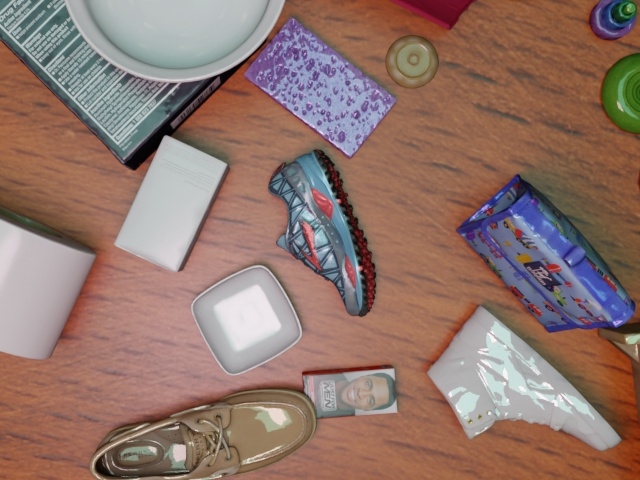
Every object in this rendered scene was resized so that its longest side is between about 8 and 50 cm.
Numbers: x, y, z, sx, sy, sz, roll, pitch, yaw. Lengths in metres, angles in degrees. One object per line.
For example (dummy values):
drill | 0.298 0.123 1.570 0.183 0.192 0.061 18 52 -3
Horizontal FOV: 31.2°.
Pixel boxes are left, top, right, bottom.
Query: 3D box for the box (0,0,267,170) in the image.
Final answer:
box | -0.278 -0.310 1.674 0.296 0.183 0.294 -44 93 -3

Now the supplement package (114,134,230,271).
supplement package | -0.220 -0.053 1.717 0.105 0.105 0.179 25 89 -3

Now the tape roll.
tape roll | -0.465 0.045 1.639 0.246 0.246 0.169 24 90 -2

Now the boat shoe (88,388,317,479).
boat shoe | -0.172 0.306 1.705 0.341 0.110 0.121 -15 89 3

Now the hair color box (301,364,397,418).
hair color box | 0.044 0.233 1.760 0.141 0.043 0.071 -5 91 -3

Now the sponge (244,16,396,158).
sponge | 0.000 -0.234 1.762 0.210 0.031 0.117 38 89 -2

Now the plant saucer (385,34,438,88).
plant saucer | 0.143 -0.278 1.775 0.083 0.015 0.083 0 90 -2

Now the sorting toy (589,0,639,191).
sorting toy | 0.514 -0.206 1.736 0.127 0.126 0.365 -23 92 -2

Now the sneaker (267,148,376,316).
sneaker | 0.000 0.000 1.745 0.125 0.104 0.261 -21 87 15

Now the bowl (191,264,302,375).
bowl | -0.112 0.119 1.749 0.142 0.053 0.142 -28 92 -1

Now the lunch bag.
lunch bag | 0.338 0.021 1.646 0.138 0.293 0.221 -42 92 -2

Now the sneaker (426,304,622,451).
sneaker | 0.300 0.256 1.747 0.292 0.108 0.169 41 90 8

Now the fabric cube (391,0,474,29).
fabric cube | 0.153 -0.492 1.653 0.254 0.259 0.258 27 89 -3

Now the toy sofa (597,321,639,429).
toy sofa | 0.542 0.294 1.729 0.177 0.150 0.362 -7 91 -1

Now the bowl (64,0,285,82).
bowl | -0.190 -0.349 1.523 0.298 0.134 0.297 0 89 -4
